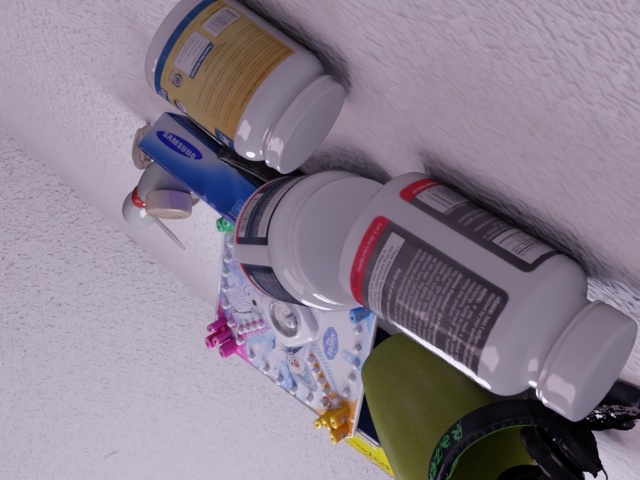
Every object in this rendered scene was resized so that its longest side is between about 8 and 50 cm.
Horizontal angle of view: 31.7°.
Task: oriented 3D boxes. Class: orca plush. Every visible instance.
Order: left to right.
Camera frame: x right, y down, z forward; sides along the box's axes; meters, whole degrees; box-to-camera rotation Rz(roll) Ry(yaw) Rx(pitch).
[{"bbox_3d":[0.375,0.254,1.578,0.151,0.102,0.287,45,166,-23],"label":"orca plush"}]

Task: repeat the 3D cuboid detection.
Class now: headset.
[{"bbox_3d":[0.366,0.387,1.766,0.394,0.243,0.185,12,-154,-20],"label":"headset"}]

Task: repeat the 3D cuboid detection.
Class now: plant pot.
[{"bbox_3d":[0.205,0.305,1.976,0.293,0.275,0.275,51,177,38],"label":"plant pot"}]

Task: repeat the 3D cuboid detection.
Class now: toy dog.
[{"bbox_3d":[-0.260,-0.093,2.088,0.161,0.220,0.334,11,-175,-18],"label":"toy dog"}]

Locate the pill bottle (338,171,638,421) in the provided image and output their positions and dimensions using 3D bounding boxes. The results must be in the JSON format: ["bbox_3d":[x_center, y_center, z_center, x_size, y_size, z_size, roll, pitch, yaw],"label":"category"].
[{"bbox_3d":[0.191,0.066,1.291,0.319,0.176,0.176,33,166,29],"label":"pill bottle"}]

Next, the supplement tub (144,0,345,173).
[{"bbox_3d":[-0.086,-0.183,1.301,0.200,0.144,0.144,37,167,14],"label":"supplement tub"}]

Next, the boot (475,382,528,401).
[{"bbox_3d":[0.240,0.171,1.787,0.190,0.076,0.208,36,174,25],"label":"boot"}]

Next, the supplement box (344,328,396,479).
[{"bbox_3d":[0.143,0.354,2.374,0.195,0.194,0.356,33,166,28],"label":"supplement box"}]

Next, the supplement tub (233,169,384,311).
[{"bbox_3d":[0.000,0.000,1.575,0.191,0.191,0.272,43,167,-15],"label":"supplement tub"}]

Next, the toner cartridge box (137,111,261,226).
[{"bbox_3d":[-0.127,-0.072,1.852,0.348,0.075,0.165,39,-174,2],"label":"toner cartridge box"}]

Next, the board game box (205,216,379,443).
[{"bbox_3d":[-0.069,0.151,2.160,0.390,0.050,0.389,33,134,29],"label":"board game box"}]

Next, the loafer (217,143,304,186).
[{"bbox_3d":[-0.064,-0.081,1.738,0.223,0.078,0.076,43,167,-14],"label":"loafer"}]
